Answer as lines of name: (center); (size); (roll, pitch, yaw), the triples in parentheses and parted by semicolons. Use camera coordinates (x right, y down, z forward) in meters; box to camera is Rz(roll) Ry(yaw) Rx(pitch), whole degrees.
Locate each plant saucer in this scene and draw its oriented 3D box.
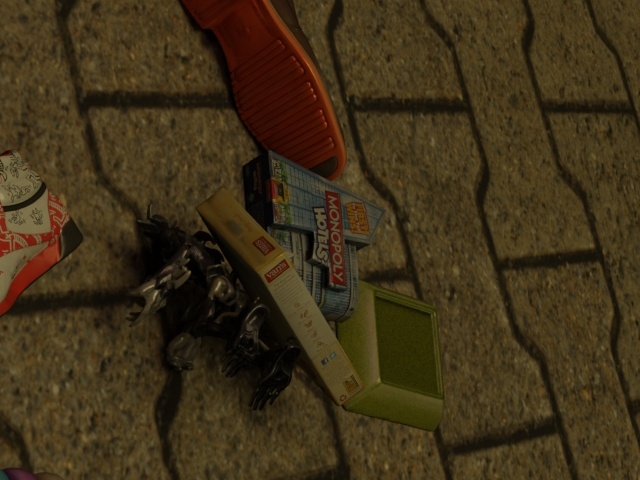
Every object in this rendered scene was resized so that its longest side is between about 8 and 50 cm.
plant saucer: (0.101, 0.143, 2.318); (0.188, 0.045, 0.188); (19, 59, -43)

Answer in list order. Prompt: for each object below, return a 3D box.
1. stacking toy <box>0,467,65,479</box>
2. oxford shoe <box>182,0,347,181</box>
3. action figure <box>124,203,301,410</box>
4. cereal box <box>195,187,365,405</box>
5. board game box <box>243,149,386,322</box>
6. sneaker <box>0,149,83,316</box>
stacking toy: (-0.395, 0.252, 1.636); (0.330, 0.141, 0.141); (21, 57, -34)
oxford shoe: (-0.053, -0.248, 2.268); (0.363, 0.130, 0.133); (63, 32, -6)
action figure: (-0.146, 0.072, 1.976); (0.276, 0.141, 0.164); (44, -1, 43)
cereal box: (-0.047, 0.067, 2.046); (0.047, 0.173, 0.240); (-35, 129, -9)
board game box: (0.000, 0.000, 2.240); (0.194, 0.060, 0.194); (11, 64, -37)
sneaker: (-0.363, 0.005, 1.812); (0.145, 0.090, 0.270); (57, 36, -12)
